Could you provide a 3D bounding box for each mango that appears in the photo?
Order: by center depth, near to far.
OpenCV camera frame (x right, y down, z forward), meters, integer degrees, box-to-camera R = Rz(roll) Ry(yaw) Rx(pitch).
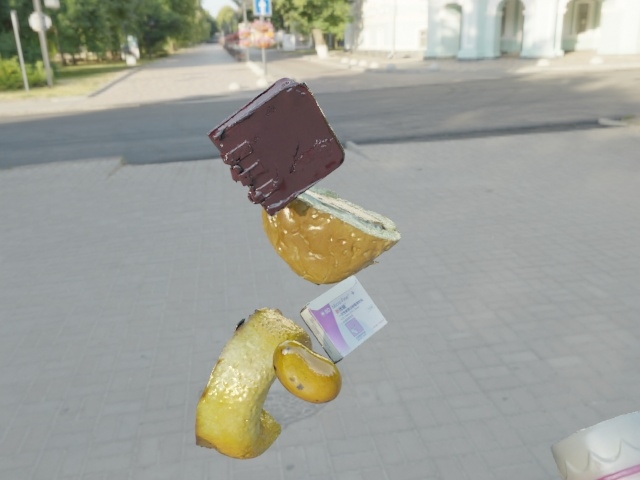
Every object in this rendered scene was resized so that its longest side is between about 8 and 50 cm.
[{"bbox_3d":[-0.034,0.298,1.336,0.178,0.115,0.090,33,24,-13],"label":"mango"}]

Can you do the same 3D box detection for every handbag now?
[{"bbox_3d":[-0.082,-0.181,1.154,0.216,0.203,0.074,-37,30,-2],"label":"handbag"}]

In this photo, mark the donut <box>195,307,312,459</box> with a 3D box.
[{"bbox_3d":[-0.174,0.403,1.628,0.164,0.435,0.377,25,-8,19],"label":"donut"}]

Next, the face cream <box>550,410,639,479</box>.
[{"bbox_3d":[0.467,0.376,0.893,0.175,0.175,0.194,-8,59,-16],"label":"face cream"}]

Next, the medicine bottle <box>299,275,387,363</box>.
[{"bbox_3d":[0.062,0.208,1.596,0.201,0.171,0.052,-29,-8,-40],"label":"medicine bottle"}]

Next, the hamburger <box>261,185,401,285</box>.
[{"bbox_3d":[-0.001,0.001,1.374,0.330,0.208,0.162,22,21,1],"label":"hamburger"}]
